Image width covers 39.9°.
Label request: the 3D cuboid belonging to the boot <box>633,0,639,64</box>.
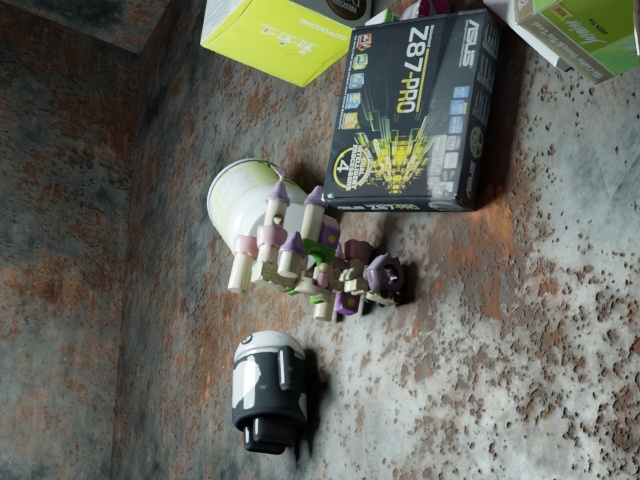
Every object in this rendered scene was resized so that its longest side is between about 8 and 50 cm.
[{"bbox_3d":[0.502,-0.207,1.168,0.115,0.112,0.305,-13,101,47],"label":"boot"}]

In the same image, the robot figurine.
[{"bbox_3d":[-0.119,0.341,2.015,0.209,0.173,0.278,-16,55,21],"label":"robot figurine"}]

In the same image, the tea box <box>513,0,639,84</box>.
[{"bbox_3d":[0.472,-0.466,1.303,0.323,0.220,0.329,-24,53,43],"label":"tea box"}]

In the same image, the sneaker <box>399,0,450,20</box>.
[{"bbox_3d":[0.204,-0.421,1.967,0.111,0.103,0.252,9,76,67],"label":"sneaker"}]

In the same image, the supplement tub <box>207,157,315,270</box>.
[{"bbox_3d":[-0.138,-0.055,2.221,0.235,0.235,0.325,-66,28,13],"label":"supplement tub"}]

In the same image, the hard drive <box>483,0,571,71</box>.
[{"bbox_3d":[0.430,-0.469,1.623,0.210,0.040,0.318,-59,30,24],"label":"hard drive"}]

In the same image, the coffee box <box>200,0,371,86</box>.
[{"bbox_3d":[-0.085,-0.671,2.375,0.338,0.338,0.334,-26,53,54],"label":"coffee box"}]

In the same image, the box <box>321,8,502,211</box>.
[{"bbox_3d":[0.182,-0.253,1.780,0.318,0.097,0.395,3,76,35],"label":"box"}]

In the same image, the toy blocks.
[{"bbox_3d":[0.000,0.000,1.889,0.309,0.288,0.260,-23,51,57],"label":"toy blocks"}]

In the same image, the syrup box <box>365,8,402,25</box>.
[{"bbox_3d":[0.149,-0.401,2.048,0.096,0.093,0.237,-17,60,58],"label":"syrup box"}]
